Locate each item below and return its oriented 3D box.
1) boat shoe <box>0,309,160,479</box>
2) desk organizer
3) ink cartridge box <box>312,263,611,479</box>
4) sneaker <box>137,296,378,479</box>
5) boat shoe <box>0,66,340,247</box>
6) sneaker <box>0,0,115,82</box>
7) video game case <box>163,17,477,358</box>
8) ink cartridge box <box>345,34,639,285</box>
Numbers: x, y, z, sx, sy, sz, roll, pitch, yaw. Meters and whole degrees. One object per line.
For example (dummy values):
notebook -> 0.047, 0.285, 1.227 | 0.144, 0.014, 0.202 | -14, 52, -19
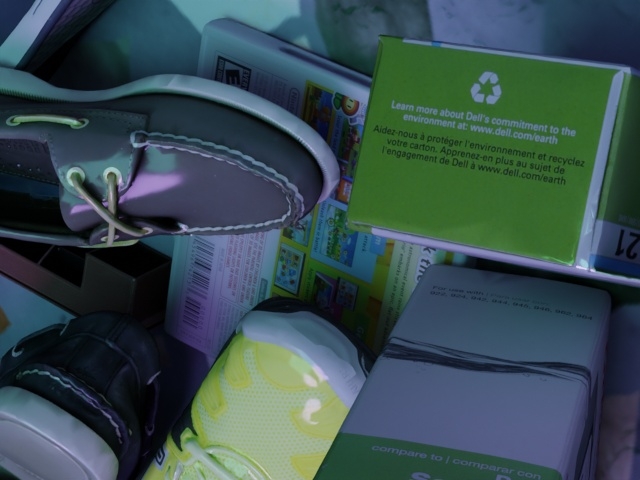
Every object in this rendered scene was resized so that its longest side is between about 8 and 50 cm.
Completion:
boat shoe -> -0.170, 0.120, 1.136 | 0.127, 0.113, 0.340 | 31, 159, 2
desk organizer -> -0.166, 0.016, 1.153 | 0.130, 0.047, 0.050 | 26, 120, 25
ink cartridge box -> 0.076, 0.158, 0.881 | 0.114, 0.273, 0.198 | 8, 114, 14
sneaker -> -0.062, 0.191, 1.062 | 0.145, 0.147, 0.385 | 35, 133, 11
boat shoe -> -0.135, -0.040, 1.017 | 0.305, 0.091, 0.109 | 8, 137, 28
sneaker -> -0.204, -0.196, 1.066 | 0.226, 0.086, 0.163 | -38, 88, 41
video game case -> 0.000, 0.000, 1.040 | 0.206, 0.026, 0.227 | 25, 121, 26
ink cartridge box -> 0.171, -0.022, 0.789 | 0.255, 0.189, 0.097 | 10, 90, 32
